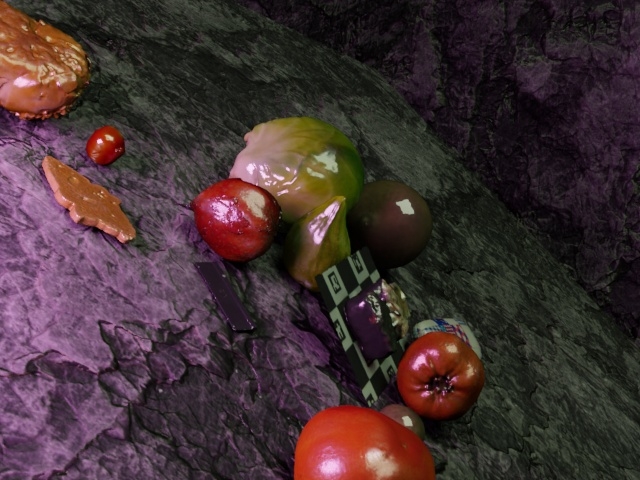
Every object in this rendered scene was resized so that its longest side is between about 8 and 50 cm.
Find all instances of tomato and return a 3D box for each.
[{"bbox_3d":[0.079,0.388,1.423,0.259,0.180,0.260,32,25,-17],"label":"tomato"},{"bbox_3d":[-0.461,-0.201,1.868,0.075,0.087,0.087,42,22,0],"label":"tomato"}]

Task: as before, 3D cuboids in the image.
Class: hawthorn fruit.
[{"bbox_3d":[0.260,0.294,1.905,0.196,0.197,0.225,40,6,4],"label":"hawthorn fruit"},{"bbox_3d":[-0.202,-0.052,1.882,0.235,0.181,0.181,18,26,-10],"label":"hawthorn fruit"}]

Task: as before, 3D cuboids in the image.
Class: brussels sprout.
[{"bbox_3d":[-0.055,-0.154,2.169,0.343,0.268,0.344,3,47,-4],"label":"brussels sprout"}]

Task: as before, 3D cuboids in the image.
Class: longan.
[{"bbox_3d":[0.173,-0.043,2.340,0.258,0.258,0.258,32,22,-15],"label":"longan"},{"bbox_3d":[0.154,0.369,1.691,0.106,0.106,0.119,45,8,16],"label":"longan"}]

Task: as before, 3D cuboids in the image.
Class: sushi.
[{"bbox_3d":[0.148,0.161,1.921,0.296,0.099,0.373,67,23,-1],"label":"sushi"}]

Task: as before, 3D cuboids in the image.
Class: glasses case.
[{"bbox_3d":[0.320,0.258,2.166,0.327,0.076,0.125,10,47,-61],"label":"glasses case"}]

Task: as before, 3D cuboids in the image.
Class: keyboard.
[{"bbox_3d":[-0.194,0.113,1.758,0.060,0.018,0.195,4,39,-43],"label":"keyboard"}]

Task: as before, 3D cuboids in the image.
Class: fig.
[{"bbox_3d":[-0.011,0.013,2.010,0.167,0.234,0.167,-3,43,3],"label":"fig"}]

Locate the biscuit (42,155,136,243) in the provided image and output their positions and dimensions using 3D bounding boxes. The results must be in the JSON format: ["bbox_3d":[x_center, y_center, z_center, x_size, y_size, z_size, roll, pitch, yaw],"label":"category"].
[{"bbox_3d":[-0.458,-0.078,1.695,0.250,0.035,0.162,44,17,12],"label":"biscuit"}]

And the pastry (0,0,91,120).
[{"bbox_3d":[-0.643,-0.372,1.813,0.310,0.162,0.255,26,34,-18],"label":"pastry"}]
